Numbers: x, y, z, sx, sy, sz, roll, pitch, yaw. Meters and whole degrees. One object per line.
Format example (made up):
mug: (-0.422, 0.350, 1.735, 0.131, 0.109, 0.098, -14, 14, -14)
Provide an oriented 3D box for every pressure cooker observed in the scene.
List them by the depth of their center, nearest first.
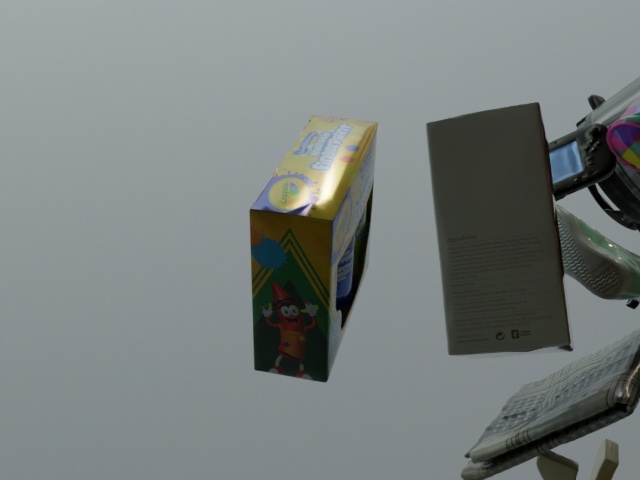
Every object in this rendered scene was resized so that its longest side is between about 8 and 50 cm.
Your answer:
pressure cooker: (0.882, -0.237, 2.004, 0.375, 0.420, 0.370, 37, -140, -18)

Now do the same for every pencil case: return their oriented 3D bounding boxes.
pencil case: (0.440, -0.185, 0.913, 0.104, 0.104, 0.236, 38, -102, 2)

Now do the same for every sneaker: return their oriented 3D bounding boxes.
sneaker: (0.463, 0.026, 1.311, 0.151, 0.094, 0.256, 12, -154, -34)

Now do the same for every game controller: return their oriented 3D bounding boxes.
game controller: (0.519, -0.152, 1.765, 0.067, 0.319, 0.166, 46, -145, -28)

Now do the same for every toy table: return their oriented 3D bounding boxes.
toy table: (0.474, 0.474, 1.341, 0.252, 0.161, 0.274, 17, -155, 0)

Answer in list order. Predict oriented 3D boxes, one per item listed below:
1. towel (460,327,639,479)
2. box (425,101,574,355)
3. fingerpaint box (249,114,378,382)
towel: (0.386, 0.254, 1.244, 0.056, 0.324, 0.312, 54, -145, 5)
box: (0.275, -0.001, 1.165, 0.168, 0.215, 0.346, -8, -102, 18)
fingerpaint box: (0.000, 0.000, 1.579, 0.163, 0.371, 0.445, 8, -148, 11)
